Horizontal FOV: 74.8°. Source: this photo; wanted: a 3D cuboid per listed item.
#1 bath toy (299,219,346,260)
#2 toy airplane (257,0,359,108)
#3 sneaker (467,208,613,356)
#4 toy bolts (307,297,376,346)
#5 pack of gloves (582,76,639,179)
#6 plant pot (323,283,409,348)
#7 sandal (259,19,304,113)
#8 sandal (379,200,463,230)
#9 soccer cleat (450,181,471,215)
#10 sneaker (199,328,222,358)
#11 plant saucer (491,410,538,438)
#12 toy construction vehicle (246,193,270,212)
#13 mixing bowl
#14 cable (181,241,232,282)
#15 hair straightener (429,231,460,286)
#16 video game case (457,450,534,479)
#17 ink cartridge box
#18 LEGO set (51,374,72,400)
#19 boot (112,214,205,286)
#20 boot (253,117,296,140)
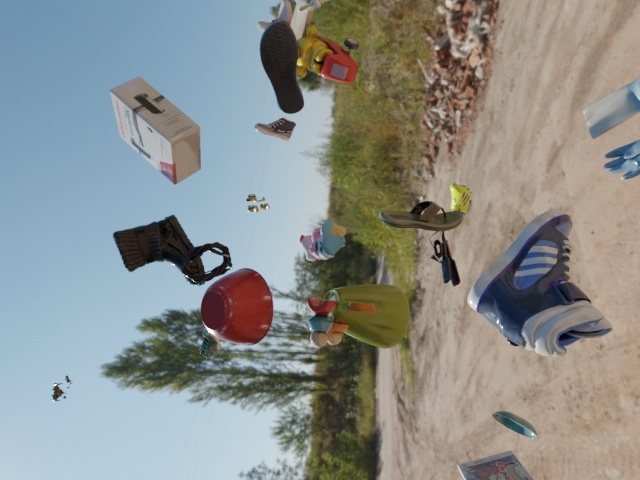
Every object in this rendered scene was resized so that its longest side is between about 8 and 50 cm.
[{"bbox_3d":[0.000,0.000,1.784,0.151,0.129,0.348,-46,7,-18],"label":"bath toy"},{"bbox_3d":[-0.083,-0.698,1.496,0.272,0.384,0.386,-40,-66,-46],"label":"toy airplane"},{"bbox_3d":[0.490,0.093,0.855,0.236,0.323,0.130,38,160,41],"label":"sneaker"},{"bbox_3d":[0.060,0.287,1.431,0.228,0.218,0.158,15,-102,-51],"label":"toy bolts"},{"bbox_3d":[0.677,-0.242,0.839,0.232,0.046,0.195,-32,61,56],"label":"pack of gloves"},{"bbox_3d":[0.167,0.294,1.742,0.275,0.293,0.275,-37,45,49],"label":"plant pot"},{"bbox_3d":[-0.101,-0.448,1.093,0.254,0.097,0.054,84,177,-55],"label":"sandal"},{"bbox_3d":[0.352,-0.090,1.429,0.120,0.303,0.086,-118,32,-65],"label":"sandal"},{"bbox_3d":[0.706,-0.196,2.137,0.121,0.093,0.289,-54,-33,-2],"label":"soccer cleat"},{"bbox_3d":[-0.406,0.380,1.518,0.076,0.065,0.166,-46,-24,-28],"label":"sneaker"},{"bbox_3d":[0.521,0.486,1.116,0.021,0.119,0.119,-56,-16,-20],"label":"plant saucer"},{"bbox_3d":[-0.261,-0.145,1.704,0.086,0.098,0.035,74,-156,-44],"label":"toy construction vehicle"},{"bbox_3d":[-0.203,0.154,0.945,0.098,0.181,0.181,3,-91,-53],"label":"mixing bowl"},{"bbox_3d":[-0.420,0.081,1.535,0.047,0.184,0.150,-118,16,-51],"label":"cable"},{"bbox_3d":[0.437,0.050,1.495,0.047,0.089,0.230,132,146,-50],"label":"hair straightener"},{"bbox_3d":[0.536,0.722,1.271,0.201,0.183,0.023,-69,-38,-87],"label":"video game case"},{"bbox_3d":[-0.508,-0.340,1.305,0.114,0.273,0.197,-42,-14,-32],"label":"ink cartridge box"},{"bbox_3d":[-0.706,0.404,1.132,0.083,0.023,0.054,-80,-25,-85],"label":"LEGO set"},{"bbox_3d":[-0.646,0.076,1.684,0.348,0.260,0.131,55,146,13],"label":"boot"},{"bbox_3d":[-0.193,-0.491,1.791,0.190,0.069,0.086,2,-54,-48],"label":"boot"}]
